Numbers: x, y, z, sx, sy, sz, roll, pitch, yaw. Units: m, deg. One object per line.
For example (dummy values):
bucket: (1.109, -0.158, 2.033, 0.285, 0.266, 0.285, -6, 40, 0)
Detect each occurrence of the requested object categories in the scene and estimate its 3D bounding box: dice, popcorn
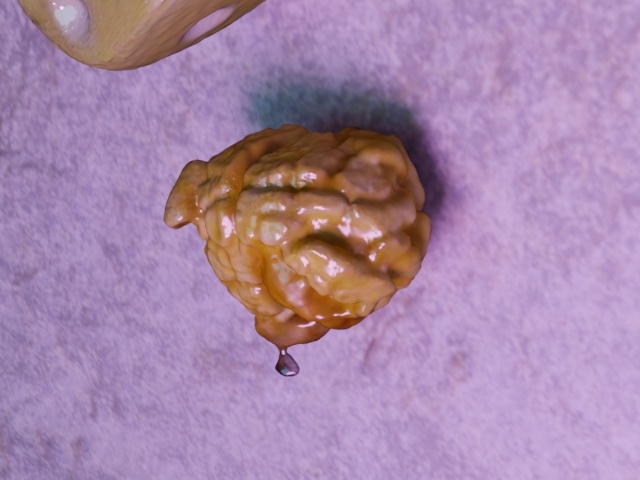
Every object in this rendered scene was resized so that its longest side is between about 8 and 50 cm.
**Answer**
dice: (-0.105, -0.222, 1.090, 0.166, 0.169, 0.169, 58, 143, 3)
popcorn: (-0.012, -0.015, 1.158, 0.163, 0.140, 0.194, 50, 153, 0)
